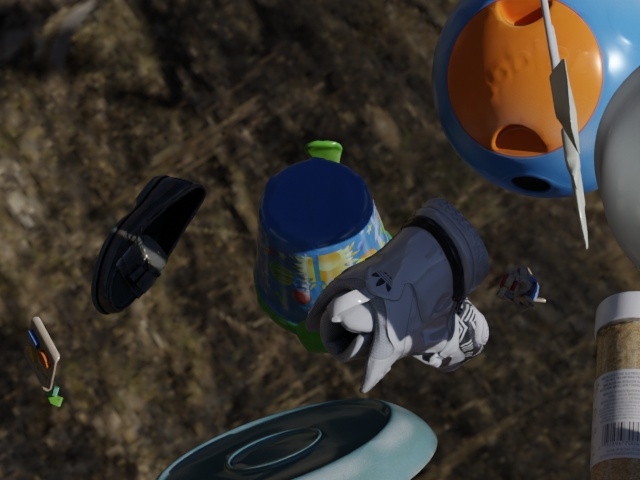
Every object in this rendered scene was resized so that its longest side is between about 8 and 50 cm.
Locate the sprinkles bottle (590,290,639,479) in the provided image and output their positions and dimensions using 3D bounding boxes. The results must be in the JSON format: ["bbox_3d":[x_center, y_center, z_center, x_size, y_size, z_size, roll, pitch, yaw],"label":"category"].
[{"bbox_3d":[0.439,0.247,1.772,0.121,0.121,0.355,50,41,-43],"label":"sprinkles bottle"}]

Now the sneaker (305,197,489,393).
[{"bbox_3d":[0.096,0.103,1.596,0.137,0.210,0.366,49,-16,25],"label":"sneaker"}]

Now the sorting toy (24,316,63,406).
[{"bbox_3d":[-0.279,0.126,1.281,0.012,0.062,0.083,-15,59,-34],"label":"sorting toy"}]

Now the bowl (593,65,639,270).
[{"bbox_3d":[0.394,-0.040,1.214,0.298,0.298,0.134,57,38,-12],"label":"bowl"}]

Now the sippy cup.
[{"bbox_3d":[0.000,0.000,1.927,0.305,0.240,0.224,51,-15,29],"label":"sippy cup"}]

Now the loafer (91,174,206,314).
[{"bbox_3d":[-0.256,0.000,1.904,0.267,0.084,0.096,-67,146,-38],"label":"loafer"}]

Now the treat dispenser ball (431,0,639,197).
[{"bbox_3d":[0.278,-0.194,1.519,0.288,0.288,0.288,56,9,-14],"label":"treat dispenser ball"}]

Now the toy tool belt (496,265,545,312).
[{"bbox_3d":[0.240,0.058,1.486,0.051,0.052,0.083,27,1,14],"label":"toy tool belt"}]

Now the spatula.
[{"bbox_3d":[0.228,-0.134,1.179,0.168,0.019,0.242,65,21,-44],"label":"spatula"}]

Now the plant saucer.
[{"bbox_3d":[-0.041,0.224,1.266,0.317,0.318,0.043,-61,135,-80],"label":"plant saucer"}]
